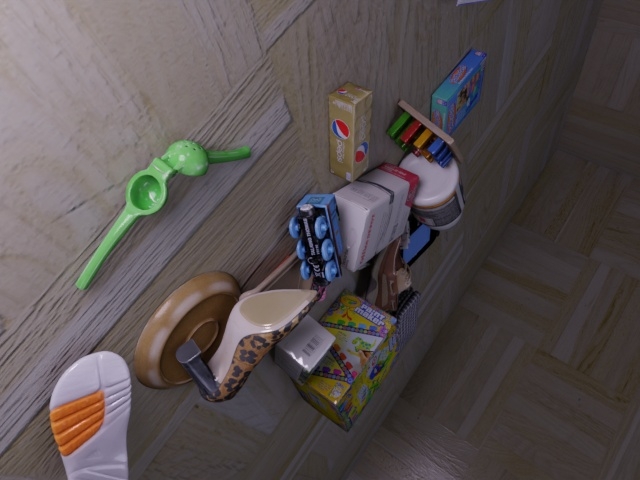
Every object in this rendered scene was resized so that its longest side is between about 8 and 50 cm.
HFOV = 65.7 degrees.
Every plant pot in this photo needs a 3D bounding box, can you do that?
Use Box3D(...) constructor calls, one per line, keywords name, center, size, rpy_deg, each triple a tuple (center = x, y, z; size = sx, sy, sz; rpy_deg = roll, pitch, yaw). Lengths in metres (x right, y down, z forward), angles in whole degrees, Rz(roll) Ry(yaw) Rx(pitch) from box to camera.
Box3D(name="plant pot", center=(-0.215, 0.164, 0.866), size=(0.236, 0.032, 0.236), rpy_deg=(-42, 150, -32))

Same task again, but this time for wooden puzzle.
Box3D(name="wooden puzzle", center=(-0.096, 0.132, 1.017), size=(0.239, 0.044, 0.220), rpy_deg=(-38, 147, -49))

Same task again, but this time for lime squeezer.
Box3D(name="lime squeezer", center=(-0.203, -0.068, 0.646), size=(0.310, 0.059, 0.110), rpy_deg=(-47, -179, -29))

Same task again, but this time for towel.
Box3D(name="towel", center=(0.257, 0.315, 1.769), size=(0.235, 0.121, 0.283), rpy_deg=(-42, 148, -36))

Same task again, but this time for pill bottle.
Box3D(name="pill bottle", center=(0.313, -0.130, 1.368), size=(0.162, 0.162, 0.278), rpy_deg=(-59, 154, -4))

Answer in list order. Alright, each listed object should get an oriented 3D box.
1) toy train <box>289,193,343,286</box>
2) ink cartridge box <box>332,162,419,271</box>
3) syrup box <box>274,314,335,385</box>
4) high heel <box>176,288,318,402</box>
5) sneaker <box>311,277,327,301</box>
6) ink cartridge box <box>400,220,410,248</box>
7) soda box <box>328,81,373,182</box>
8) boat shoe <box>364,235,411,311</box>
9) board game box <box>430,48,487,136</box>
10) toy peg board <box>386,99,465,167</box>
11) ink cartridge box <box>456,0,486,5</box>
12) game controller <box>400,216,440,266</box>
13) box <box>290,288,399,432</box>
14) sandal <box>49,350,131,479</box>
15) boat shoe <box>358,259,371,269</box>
Box3D(name="toy train", center=(0.000, 0.000, 0.972), size=(0.105, 0.080, 0.184), rpy_deg=(-54, 139, -49))
Box3D(name="ink cartridge box", center=(0.117, -0.059, 1.157), size=(0.237, 0.100, 0.171), rpy_deg=(-33, 143, -45))
Box3D(name="syrup box", center=(-0.041, 0.251, 1.124), size=(0.093, 0.096, 0.237), rpy_deg=(-47, 168, -21))
Box3D(name="high heel", center=(-0.110, 0.190, 0.894), size=(0.261, 0.093, 0.186), rpy_deg=(-27, 139, -12))
Box3D(name="sneaker", center=(-0.007, 0.098, 1.167), size=(0.057, 0.047, 0.119), rpy_deg=(-9, 124, -44))
Box3D(name="ink cartridge box", center=(0.231, -0.015, 1.427), size=(0.028, 0.048, 0.083), rpy_deg=(16, 71, -64))
Box3D(name="soda box", center=(0.057, -0.204, 0.951), size=(0.061, 0.058, 0.181), rpy_deg=(-43, 150, -31))
Box3D(name="boat shoe", center=(0.201, 0.088, 1.405), size=(0.324, 0.117, 0.123), rpy_deg=(96, 8, -47))
Box3D(name="board game box", center=(0.371, -0.387, 1.342), size=(0.210, 0.047, 0.160), rpy_deg=(-50, 153, -23))
Box3D(name="toy peg board", center=(0.241, -0.227, 1.161), size=(0.079, 0.160, 0.161), rpy_deg=(-49, 156, 12))
Box3D(name="ink cartridge box", center=(0.344, -0.621, 1.058), size=(0.206, 0.045, 0.208), rpy_deg=(-33, 142, -44))
Box3D(name="game controller", center=(0.296, -0.001, 1.580), size=(0.319, 0.067, 0.166), rpy_deg=(-39, 147, -38))
Box3D(name="box", center=(0.075, 0.345, 1.406), size=(0.279, 0.177, 0.289), rpy_deg=(-49, 151, -22))
Box3D(name="sandal", center=(-0.331, 0.269, 0.711), size=(0.102, 0.076, 0.265), rpy_deg=(-5, 112, -33))
Box3D(name="boat shoe", center=(0.105, 0.063, 1.346), size=(0.035, 0.035, 0.100), rpy_deg=(-40, 169, 26))
